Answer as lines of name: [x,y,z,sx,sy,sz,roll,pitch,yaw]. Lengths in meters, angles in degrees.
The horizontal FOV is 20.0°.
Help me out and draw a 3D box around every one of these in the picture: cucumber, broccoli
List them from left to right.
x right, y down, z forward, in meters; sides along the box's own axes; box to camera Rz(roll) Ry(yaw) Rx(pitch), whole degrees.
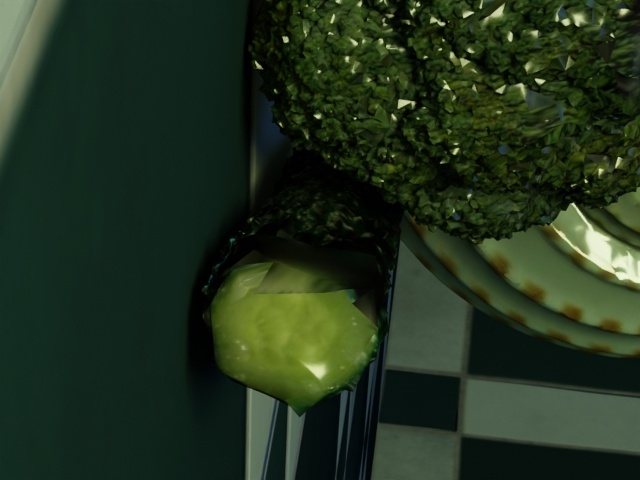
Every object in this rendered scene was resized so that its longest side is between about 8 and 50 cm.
cucumber: [0.001,0.000,0.516,0.256,0.043,0.044,-71,172,-78]
broccoli: [0.054,-0.073,0.483,0.138,0.162,0.145,40,-60,57]

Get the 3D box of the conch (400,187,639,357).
conch: [0.109,-0.115,0.778,0.319,0.215,0.303,41,-55,55]
